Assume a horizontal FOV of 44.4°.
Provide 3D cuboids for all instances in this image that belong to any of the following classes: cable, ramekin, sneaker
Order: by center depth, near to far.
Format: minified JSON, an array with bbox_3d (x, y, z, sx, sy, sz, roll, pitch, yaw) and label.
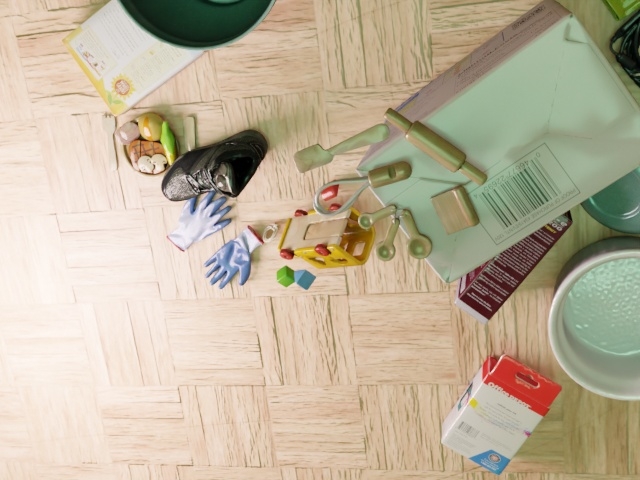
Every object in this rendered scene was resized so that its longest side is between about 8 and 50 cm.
[{"bbox_3d":[0.573,-0.328,1.260,0.150,0.047,0.184,44,111,-4],"label":"cable"},{"bbox_3d":[0.538,0.126,1.374,0.277,0.135,0.277,4,110,11],"label":"ramekin"},{"bbox_3d":[-0.208,-0.121,1.455,0.227,0.130,0.087,-20,116,16],"label":"sneaker"}]

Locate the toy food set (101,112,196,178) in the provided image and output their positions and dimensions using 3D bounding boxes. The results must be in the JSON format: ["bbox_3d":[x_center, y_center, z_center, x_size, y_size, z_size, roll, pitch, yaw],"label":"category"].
[{"bbox_3d":[-0.336,-0.182,1.520,0.191,0.038,0.133,2,109,12],"label":"toy food set"}]

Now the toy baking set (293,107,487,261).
[{"bbox_3d":[0.094,-0.076,1.073,0.256,0.030,0.197,39,113,-3],"label":"toy baking set"}]

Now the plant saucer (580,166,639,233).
[{"bbox_3d":[0.498,-0.090,1.308,0.195,0.037,0.195,28,135,33],"label":"plant saucer"}]

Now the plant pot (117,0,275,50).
[{"bbox_3d":[-0.184,-0.475,1.300,0.292,0.196,0.293,3,110,8],"label":"plant pot"}]

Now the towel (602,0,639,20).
[{"bbox_3d":[0.453,-0.476,1.251,0.102,0.021,0.237,-35,98,22],"label":"towel"}]

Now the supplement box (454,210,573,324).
[{"bbox_3d":[0.338,0.021,1.387,0.073,0.130,0.239,35,113,0],"label":"supplement box"}]

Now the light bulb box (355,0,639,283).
[{"bbox_3d":[0.279,-0.170,1.211,0.357,0.361,0.225,-34,100,21],"label":"light bulb box"}]

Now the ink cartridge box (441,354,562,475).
[{"bbox_3d":[0.347,0.321,1.513,0.134,0.078,0.231,30,112,1],"label":"ink cartridge box"}]

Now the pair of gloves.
[{"bbox_3d":[-0.206,0.001,1.562,0.198,0.023,0.159,45,113,-3],"label":"pair of gloves"}]

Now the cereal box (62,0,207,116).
[{"bbox_3d":[-0.334,-0.366,1.447,0.240,0.047,0.173,-31,98,16],"label":"cereal box"}]

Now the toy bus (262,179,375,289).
[{"bbox_3d":[0.006,0.004,1.466,0.191,0.202,0.104,-44,125,15],"label":"toy bus"}]
